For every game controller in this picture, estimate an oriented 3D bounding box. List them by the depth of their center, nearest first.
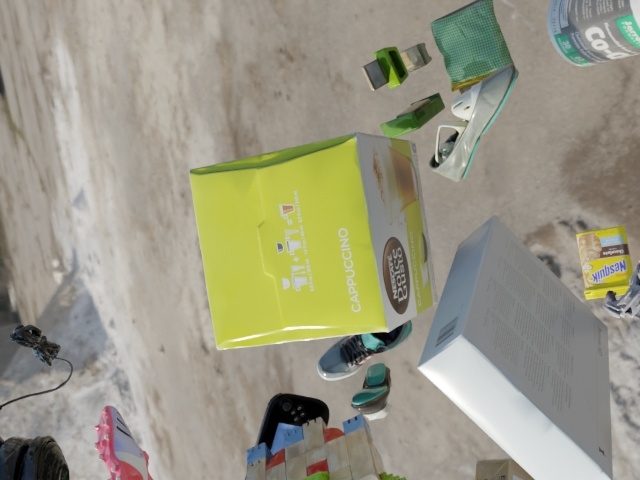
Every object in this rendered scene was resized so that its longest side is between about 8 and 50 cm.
[{"bbox_3d":[-0.086,0.529,1.799,0.067,0.167,0.319,-166,92,-74],"label":"game controller"}]

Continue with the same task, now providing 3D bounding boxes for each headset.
[{"bbox_3d":[-0.485,0.321,1.077,0.185,0.244,0.394,89,-161,-62],"label":"headset"}]

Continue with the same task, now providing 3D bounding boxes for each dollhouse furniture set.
[{"bbox_3d":[0.257,-0.378,1.646,0.302,0.151,0.197,-16,105,43],"label":"dollhouse furniture set"}]

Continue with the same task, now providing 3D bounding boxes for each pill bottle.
[{"bbox_3d":[0.674,-0.499,1.570,0.361,0.204,0.204,4,106,66],"label":"pill bottle"}]

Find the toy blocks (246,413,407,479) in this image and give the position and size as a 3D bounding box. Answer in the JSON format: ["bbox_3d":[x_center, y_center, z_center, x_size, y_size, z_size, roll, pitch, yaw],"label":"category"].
[{"bbox_3d":[-0.012,0.503,1.615,0.261,0.382,0.190,-101,-15,-65],"label":"toy blocks"}]

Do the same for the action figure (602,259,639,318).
[{"bbox_3d":[0.627,0.085,1.423,0.099,0.185,0.285,54,-171,31],"label":"action figure"}]

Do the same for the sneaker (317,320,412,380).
[{"bbox_3d":[0.119,0.277,2.014,0.123,0.296,0.178,58,174,21],"label":"sneaker"}]

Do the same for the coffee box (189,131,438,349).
[{"bbox_3d":[0.000,0.000,1.409,0.338,0.334,0.337,-9,90,24],"label":"coffee box"}]

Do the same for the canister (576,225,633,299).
[{"bbox_3d":[0.718,0.056,1.867,0.126,0.073,0.169,-11,82,23],"label":"canister"}]

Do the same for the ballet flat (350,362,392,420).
[{"bbox_3d":[0.152,0.419,1.993,0.280,0.095,0.096,-38,-67,-70],"label":"ballet flat"}]

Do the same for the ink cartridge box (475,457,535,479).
[{"bbox_3d":[0.389,0.574,1.470,0.088,0.193,0.234,-23,46,44],"label":"ink cartridge box"}]

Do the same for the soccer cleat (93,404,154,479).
[{"bbox_3d":[-0.405,0.439,1.542,0.083,0.095,0.248,-64,35,18],"label":"soccer cleat"}]

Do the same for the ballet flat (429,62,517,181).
[{"bbox_3d":[0.208,-0.168,1.059,0.213,0.068,0.072,109,180,-49],"label":"ballet flat"}]

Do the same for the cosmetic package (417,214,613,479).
[{"bbox_3d":[0.310,0.158,1.127,0.284,0.377,0.097,42,122,-4],"label":"cosmetic package"}]
